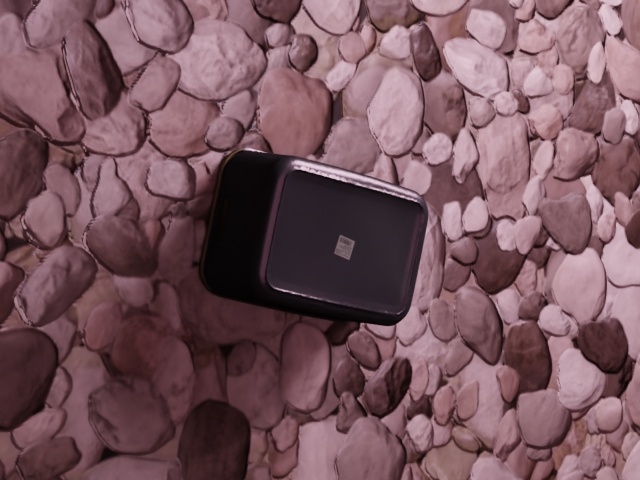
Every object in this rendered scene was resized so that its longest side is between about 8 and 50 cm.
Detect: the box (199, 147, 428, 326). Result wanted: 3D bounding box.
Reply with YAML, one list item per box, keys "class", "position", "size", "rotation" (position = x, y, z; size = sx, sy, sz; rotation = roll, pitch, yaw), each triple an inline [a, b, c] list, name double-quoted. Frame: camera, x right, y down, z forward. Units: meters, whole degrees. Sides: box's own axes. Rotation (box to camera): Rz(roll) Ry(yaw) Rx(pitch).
- class: "box"
  position: [0.000, 0.000, 1.296]
  size: [0.201, 0.090, 0.144]
  rotation: [15, 84, -36]
